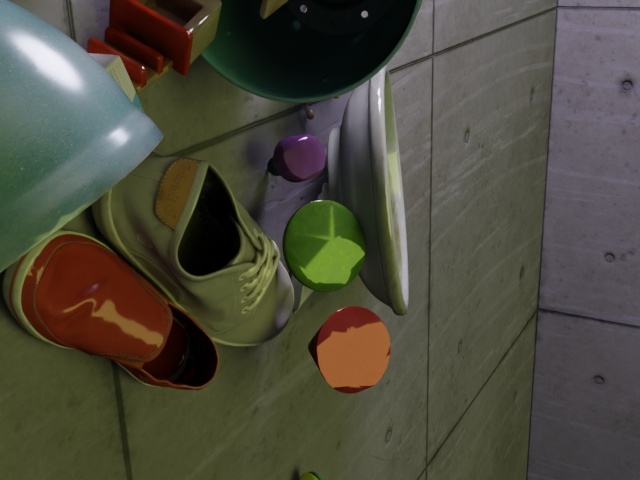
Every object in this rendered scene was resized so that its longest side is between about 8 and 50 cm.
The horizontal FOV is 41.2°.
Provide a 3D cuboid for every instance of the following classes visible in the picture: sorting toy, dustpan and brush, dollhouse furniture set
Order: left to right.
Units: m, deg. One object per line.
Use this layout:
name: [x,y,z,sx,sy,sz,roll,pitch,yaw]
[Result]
dollhouse furniture set: [-0.146,-0.280,0.802,0.135,0.262,0.259,-50,167,-41]
sorting toy: [-0.013,0.036,1.216,0.127,0.126,0.366,-16,93,-29]
dustpan and brush: [0.000,0.000,1.356,0.147,0.060,0.211,-47,137,-46]

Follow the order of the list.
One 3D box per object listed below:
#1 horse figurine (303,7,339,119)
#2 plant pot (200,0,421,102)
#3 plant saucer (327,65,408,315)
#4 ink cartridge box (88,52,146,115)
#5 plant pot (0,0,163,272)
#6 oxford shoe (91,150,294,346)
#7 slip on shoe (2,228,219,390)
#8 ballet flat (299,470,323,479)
horse figurine: [0.010,-0.309,1.278,0.263,0.066,0.174,-66,155,-21]
plant pot: [-0.003,-0.328,1.027,0.235,0.292,0.293,-50,142,-67]
plant saucer: [0.076,-0.078,1.358,0.400,0.100,0.401,-4,90,-81]
ink cartridge box: [-0.249,-0.103,0.818,0.143,0.089,0.092,-59,146,-36]
plant pot: [-0.287,-0.072,0.597,0.196,0.293,0.293,57,43,-17]
oxford shoe: [-0.117,0.030,1.074,0.449,0.130,0.169,53,48,-58]
slip on shoe: [-0.215,0.085,0.933,0.331,0.101,0.123,51,56,-54]
ballet flat: [-0.017,0.507,1.478,0.077,0.077,0.231,-31,129,-35]
